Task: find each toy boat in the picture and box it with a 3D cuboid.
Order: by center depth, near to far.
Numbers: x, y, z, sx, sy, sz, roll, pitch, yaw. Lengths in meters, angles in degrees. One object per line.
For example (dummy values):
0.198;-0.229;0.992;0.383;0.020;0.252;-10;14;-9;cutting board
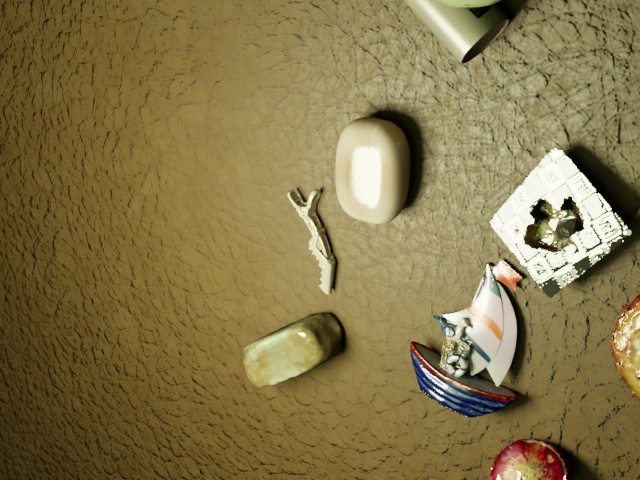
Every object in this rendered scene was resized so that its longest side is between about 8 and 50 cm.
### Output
0.304;0.199;2.039;0.219;0.072;0.318;50;121;13;toy boat

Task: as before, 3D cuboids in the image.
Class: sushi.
0.408;-0.030;1.865;0.193;0.040;0.210;54;134;16;sushi

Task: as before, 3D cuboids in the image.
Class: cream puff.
0.585;0.170;1.734;0.240;0.164;0.240;3;96;35;cream puff

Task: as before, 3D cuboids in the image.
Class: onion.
0.393;0.451;2.041;0.150;0.150;0.140;19;157;30;onion

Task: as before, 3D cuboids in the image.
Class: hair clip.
0.000;0.000;2.195;0.072;0.034;0.226;-11;102;39;hair clip

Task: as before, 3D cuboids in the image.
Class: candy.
-0.062;0.229;2.292;0.234;0.104;0.102;-24;92;42;candy

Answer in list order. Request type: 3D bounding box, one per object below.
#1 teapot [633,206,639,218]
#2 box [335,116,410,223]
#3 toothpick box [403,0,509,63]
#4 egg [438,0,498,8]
0.524;-0.064;1.738;0.080;0.085;0.110;62;151;1;teapot
0.096;-0.128;2.029;0.146;0.088;0.200;19;120;32;box
0.213;-0.393;1.813;0.181;0.111;0.111;50;131;8;toothpick box
0.240;-0.529;1.620;0.287;0.287;0.379;25;134;28;egg
